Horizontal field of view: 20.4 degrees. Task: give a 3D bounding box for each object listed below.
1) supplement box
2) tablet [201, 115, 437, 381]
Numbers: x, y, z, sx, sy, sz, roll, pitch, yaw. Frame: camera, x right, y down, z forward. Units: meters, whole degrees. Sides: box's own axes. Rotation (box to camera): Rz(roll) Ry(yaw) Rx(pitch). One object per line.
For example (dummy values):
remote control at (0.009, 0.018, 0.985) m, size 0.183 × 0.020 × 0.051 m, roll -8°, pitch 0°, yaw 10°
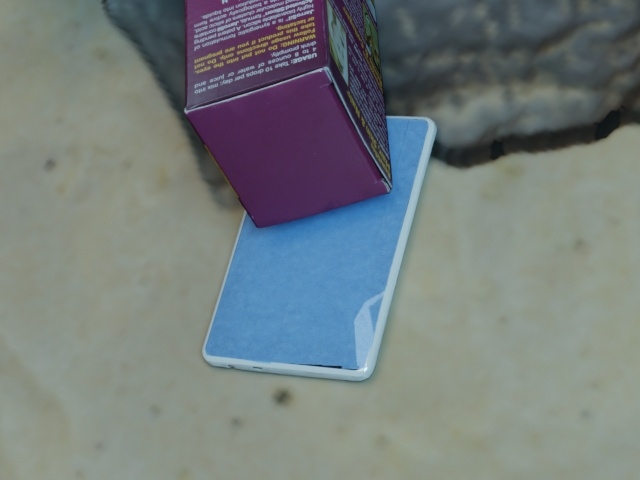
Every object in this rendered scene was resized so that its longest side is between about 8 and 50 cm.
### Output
supplement box at (-0.010, -0.054, 0.510) m, size 0.043 × 0.055 × 0.083 m, roll -15°, pitch 47°, yaw 13°
tablet at (0.000, 0.000, 0.512) m, size 0.054 × 0.006 × 0.083 m, roll 4°, pitch 64°, yaw 26°
